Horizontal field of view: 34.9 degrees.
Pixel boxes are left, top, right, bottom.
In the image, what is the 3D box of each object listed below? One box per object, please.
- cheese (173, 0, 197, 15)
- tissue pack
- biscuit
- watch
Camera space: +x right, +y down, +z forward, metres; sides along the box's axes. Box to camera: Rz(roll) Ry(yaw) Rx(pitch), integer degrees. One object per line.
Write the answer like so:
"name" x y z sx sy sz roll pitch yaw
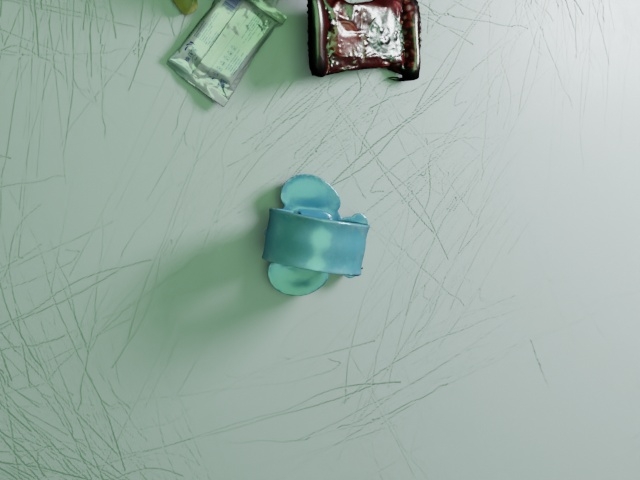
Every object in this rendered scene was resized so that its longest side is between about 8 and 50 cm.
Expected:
"cheese" -0.235 -0.416 1.690 0.030 0.044 0.083 -40 99 -23
"tissue pack" -0.159 -0.338 1.720 0.122 0.026 0.193 36 86 -12
"biscuit" 0.074 -0.350 1.739 0.235 0.063 0.151 -4 101 -29
"watch" 0.000 0.000 1.693 0.211 0.193 0.211 -1 95 -10
